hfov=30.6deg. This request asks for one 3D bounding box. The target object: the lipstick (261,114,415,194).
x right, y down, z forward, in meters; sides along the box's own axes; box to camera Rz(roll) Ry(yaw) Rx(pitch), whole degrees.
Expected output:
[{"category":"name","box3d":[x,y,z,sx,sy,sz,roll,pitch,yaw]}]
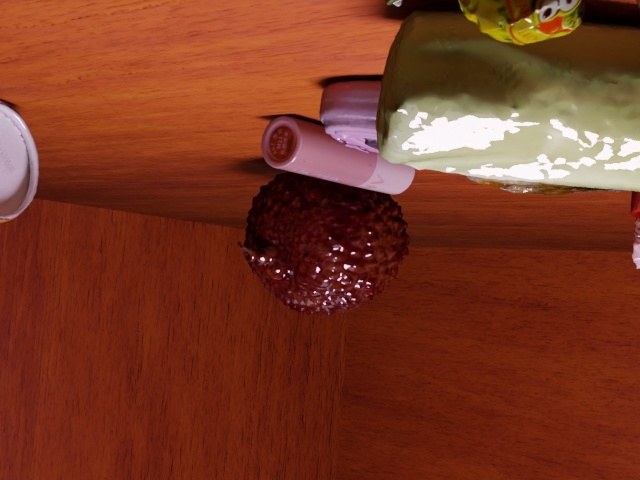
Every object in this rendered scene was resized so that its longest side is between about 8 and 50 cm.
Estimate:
[{"category":"lipstick","box3d":[0.029,-0.112,1.581,0.070,0.070,0.254,2,175,39]}]

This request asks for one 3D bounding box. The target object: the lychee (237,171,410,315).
[{"category":"lychee","box3d":[0.000,0.000,1.923,0.300,0.264,0.264,-15,-173,-32]}]

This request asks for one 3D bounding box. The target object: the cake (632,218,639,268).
[{"category":"cake","box3d":[0.534,-0.024,1.720,0.134,0.147,0.135,3,174,20]}]

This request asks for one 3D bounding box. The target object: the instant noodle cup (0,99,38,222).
[{"category":"instant noodle cup","box3d":[-0.496,-0.097,1.564,0.172,0.216,0.216,-6,172,27]}]

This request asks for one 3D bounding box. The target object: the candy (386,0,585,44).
[{"category":"candy","box3d":[0.061,-0.171,0.768,0.073,0.077,0.262,-20,-158,-38]}]

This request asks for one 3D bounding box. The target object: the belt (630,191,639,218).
[{"category":"belt","box3d":[0.507,-0.066,1.336,0.324,0.115,0.227,6,178,-26]}]

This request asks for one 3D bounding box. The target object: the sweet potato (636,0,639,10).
[{"category":"sweet potato","box3d":[0.206,-0.156,0.667,0.269,0.075,0.075,22,166,-41]}]

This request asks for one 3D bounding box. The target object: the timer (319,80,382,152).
[{"category":"timer","box3d":[0.109,-0.127,1.281,0.190,0.069,0.208,6,179,28]}]

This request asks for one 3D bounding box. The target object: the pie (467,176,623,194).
[{"category":"pie","box3d":[0.319,-0.096,1.624,0.240,0.054,0.240,3,178,0]}]

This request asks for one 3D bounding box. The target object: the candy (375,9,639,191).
[{"category":"candy","box3d":[0.219,-0.108,0.934,0.343,0.132,0.142,5,-176,-5]}]
